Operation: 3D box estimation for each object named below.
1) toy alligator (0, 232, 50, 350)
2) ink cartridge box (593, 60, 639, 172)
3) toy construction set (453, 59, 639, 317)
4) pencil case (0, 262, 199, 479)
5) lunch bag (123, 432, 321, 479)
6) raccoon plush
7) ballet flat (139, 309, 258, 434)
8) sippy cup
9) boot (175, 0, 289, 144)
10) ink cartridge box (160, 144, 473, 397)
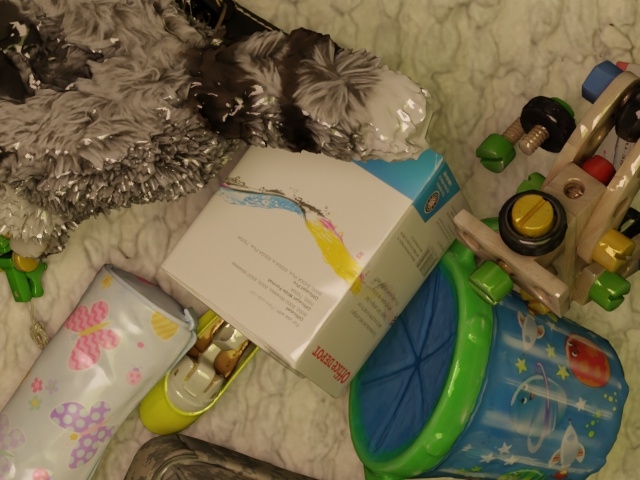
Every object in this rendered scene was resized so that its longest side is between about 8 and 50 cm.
[{"bbox_3d":[-0.301,0.018,1.513,0.051,0.056,0.189,-41,119,-41],"label":"toy alligator"},{"bbox_3d":[0.340,-0.113,1.503,0.067,0.198,0.115,15,97,-11],"label":"ink cartridge box"},{"bbox_3d":[0.252,0.024,1.362,0.309,0.257,0.237,45,68,2],"label":"toy construction set"},{"bbox_3d":[-0.238,0.158,1.506,0.124,0.113,0.273,34,92,21],"label":"pencil case"},{"bbox_3d":[-0.057,0.340,1.463,0.305,0.256,0.212,23,89,-24],"label":"lunch bag"},{"bbox_3d":[-0.142,-0.062,1.334,0.447,0.299,0.216,21,68,7],"label":"raccoon plush"},{"bbox_3d":[-0.106,0.112,1.540,0.077,0.077,0.231,40,92,-14],"label":"ballet flat"},{"bbox_3d":[0.178,0.149,1.524,0.224,0.240,0.305,19,127,-21],"label":"sippy cup"},{"bbox_3d":[-0.136,-0.242,1.368,0.377,0.284,0.138,24,59,-7],"label":"boot"},{"bbox_3d":[0.000,0.000,1.414,0.168,0.171,0.232,34,84,21],"label":"ink cartridge box"}]
